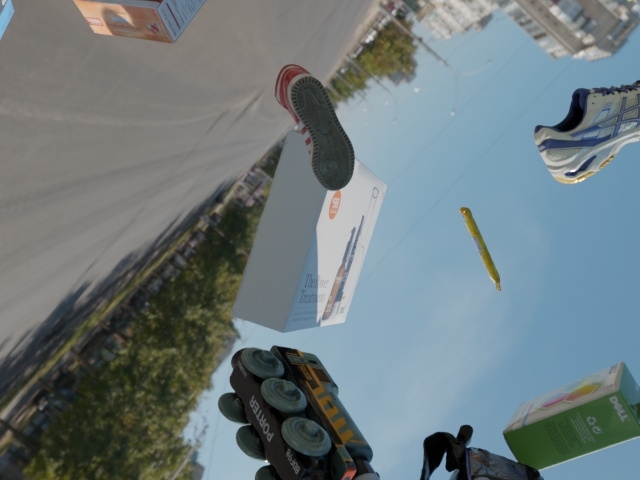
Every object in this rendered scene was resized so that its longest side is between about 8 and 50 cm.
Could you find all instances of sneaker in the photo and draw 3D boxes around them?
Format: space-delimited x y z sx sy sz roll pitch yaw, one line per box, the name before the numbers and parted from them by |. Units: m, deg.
sneaker | 0.519 -0.233 1.169 0.296 0.131 0.112 -38 -167 5
sneaker | -0.006 -0.105 0.601 0.042 0.118 0.067 -25 -143 -6

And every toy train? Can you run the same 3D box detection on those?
toy train | -0.032 0.290 1.052 0.142 0.190 0.334 -64 -144 16

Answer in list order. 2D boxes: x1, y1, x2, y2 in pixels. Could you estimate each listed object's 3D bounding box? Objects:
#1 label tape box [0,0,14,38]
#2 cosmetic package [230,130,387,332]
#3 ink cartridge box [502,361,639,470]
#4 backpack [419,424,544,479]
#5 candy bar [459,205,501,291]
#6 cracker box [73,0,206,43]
label tape box | -0.662 -0.408 1.184 0.333 0.105 0.241 -15 -127 69
cosmetic package | 0.000 0.000 1.119 0.377 0.097 0.285 14 91 -74
ink cartridge box | 0.341 0.209 0.817 0.209 0.062 0.109 -32 173 28
backpack | 0.177 0.373 0.686 0.263 0.213 0.277 3 99 -73
candy bar | 0.282 0.013 1.157 0.018 0.162 0.040 -25 179 8
cracker box | -0.228 -0.396 0.966 0.232 0.155 0.067 -62 152 -25
